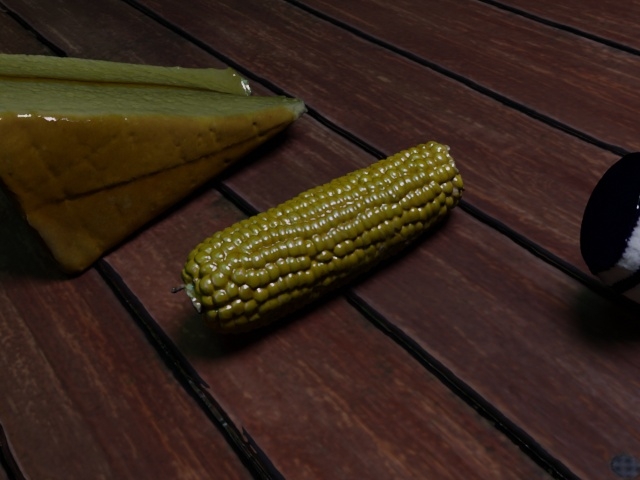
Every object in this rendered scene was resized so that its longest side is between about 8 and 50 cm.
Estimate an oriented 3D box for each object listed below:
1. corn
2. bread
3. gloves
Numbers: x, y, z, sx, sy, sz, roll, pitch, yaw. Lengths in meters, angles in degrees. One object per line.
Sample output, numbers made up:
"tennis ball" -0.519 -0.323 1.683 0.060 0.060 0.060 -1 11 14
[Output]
"corn" 0.000 0.000 0.855 0.310 0.101 0.101 -26 38 -21
"bread" -0.224 -0.167 1.041 0.361 0.245 0.233 -33 39 -16
"gloves" 0.330 0.008 0.718 0.218 0.131 0.140 20 52 -14
